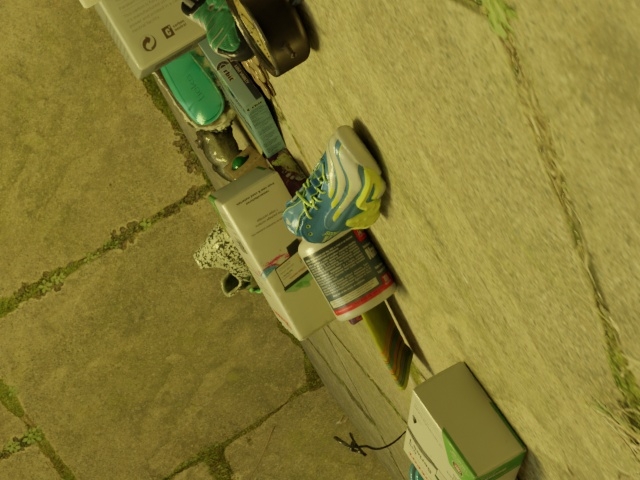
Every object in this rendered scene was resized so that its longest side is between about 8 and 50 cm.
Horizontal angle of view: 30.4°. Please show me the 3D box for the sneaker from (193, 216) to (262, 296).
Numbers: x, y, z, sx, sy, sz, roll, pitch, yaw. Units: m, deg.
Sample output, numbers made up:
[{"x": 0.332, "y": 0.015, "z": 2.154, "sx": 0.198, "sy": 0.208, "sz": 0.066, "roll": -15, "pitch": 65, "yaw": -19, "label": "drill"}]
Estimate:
[{"x": -0.126, "y": 0.048, "z": 2.452, "sx": 0.410, "sy": 0.182, "sz": 0.158, "roll": 37, "pitch": -164, "yaw": -50, "label": "sneaker"}]

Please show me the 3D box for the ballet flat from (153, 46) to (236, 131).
[{"x": -0.282, "y": -0.383, "z": 2.195, "sx": 0.409, "sy": 0.147, "sz": 0.147, "roll": 60, "pitch": 173, "yaw": -3, "label": "ballet flat"}]

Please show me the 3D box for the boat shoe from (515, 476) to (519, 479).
[{"x": 0.289, "y": 0.375, "z": 1.788, "sx": 0.100, "sy": 0.035, "sz": 0.035, "roll": 61, "pitch": -179, "yaw": -2, "label": "boat shoe"}]

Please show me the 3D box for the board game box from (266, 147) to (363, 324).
[{"x": 0.000, "y": 0.000, "z": 2.160, "sx": 0.208, "sy": 0.056, "sz": 0.347, "roll": 50, "pitch": 169, "yaw": 29, "label": "board game box"}]

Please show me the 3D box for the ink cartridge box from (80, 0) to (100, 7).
[{"x": -0.334, "y": -0.489, "z": 1.725, "sx": 0.100, "sy": 0.172, "sz": 0.237, "roll": 57, "pitch": 175, "yaw": 42, "label": "ink cartridge box"}]

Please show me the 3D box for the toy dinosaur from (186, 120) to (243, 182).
[{"x": -0.198, "y": -0.180, "z": 2.470, "sx": 0.160, "sy": 0.121, "sz": 0.314, "roll": -87, "pitch": -29, "yaw": -79, "label": "toy dinosaur"}]

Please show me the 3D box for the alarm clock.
[{"x": -0.066, "y": -0.265, "z": 1.418, "sx": 0.129, "sy": 0.064, "sz": 0.192, "roll": 60, "pitch": 171, "yaw": -11, "label": "alarm clock"}]

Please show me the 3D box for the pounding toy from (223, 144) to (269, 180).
[{"x": -0.114, "y": -0.131, "z": 2.267, "sx": 0.141, "sy": 0.100, "sz": 0.130, "roll": 50, "pitch": 177, "yaw": -21, "label": "pounding toy"}]

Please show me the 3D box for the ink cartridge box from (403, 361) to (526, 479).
[{"x": 0.203, "y": 0.301, "z": 1.703, "sx": 0.160, "sy": 0.092, "sz": 0.219, "roll": 55, "pitch": 161, "yaw": 28, "label": "ink cartridge box"}]

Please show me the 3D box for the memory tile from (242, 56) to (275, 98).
[{"x": -0.120, "y": -0.297, "z": 1.863, "sx": 0.148, "sy": 0.012, "sz": 0.113, "roll": 53, "pitch": 171, "yaw": 38, "label": "memory tile"}]

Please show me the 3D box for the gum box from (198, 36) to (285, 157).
[{"x": -0.132, "y": -0.245, "z": 2.005, "sx": 0.157, "sy": 0.041, "sz": 0.184, "roll": 56, "pitch": 176, "yaw": 24, "label": "gum box"}]

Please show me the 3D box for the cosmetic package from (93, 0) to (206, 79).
[{"x": -0.353, "y": -0.510, "z": 1.967, "sx": 0.453, "sy": 0.161, "sz": 0.230, "roll": 60, "pitch": 173, "yaw": -9, "label": "cosmetic package"}]

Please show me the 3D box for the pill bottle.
[{"x": 0.029, "y": 0.023, "z": 1.799, "sx": 0.180, "sy": 0.108, "sz": 0.108, "roll": 59, "pitch": 173, "yaw": -4, "label": "pill bottle"}]

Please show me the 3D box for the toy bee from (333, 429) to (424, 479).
[{"x": 0.201, "y": 0.342, "z": 1.914, "sx": 0.298, "sy": 0.162, "sz": 0.195, "roll": 35, "pitch": 172, "yaw": -19, "label": "toy bee"}]

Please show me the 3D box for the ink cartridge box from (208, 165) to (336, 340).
[{"x": -0.073, "y": 0.019, "z": 2.085, "sx": 0.278, "sy": 0.117, "sz": 0.201, "roll": 61, "pitch": 172, "yaw": -12, "label": "ink cartridge box"}]

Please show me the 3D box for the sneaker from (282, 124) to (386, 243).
[{"x": 0.013, "y": -0.054, "z": 1.506, "sx": 0.091, "sy": 0.126, "sz": 0.240, "roll": 55, "pitch": 173, "yaw": 23, "label": "sneaker"}]

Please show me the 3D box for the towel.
[{"x": 0.099, "y": 0.131, "z": 1.949, "sx": 0.102, "sy": 0.021, "sz": 0.237, "roll": -77, "pitch": -35, "yaw": -56, "label": "towel"}]

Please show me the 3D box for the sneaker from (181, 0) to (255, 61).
[{"x": -0.115, "y": -0.300, "z": 1.665, "sx": 0.098, "sy": 0.083, "sz": 0.224, "roll": 34, "pitch": -168, "yaw": -39, "label": "sneaker"}]
